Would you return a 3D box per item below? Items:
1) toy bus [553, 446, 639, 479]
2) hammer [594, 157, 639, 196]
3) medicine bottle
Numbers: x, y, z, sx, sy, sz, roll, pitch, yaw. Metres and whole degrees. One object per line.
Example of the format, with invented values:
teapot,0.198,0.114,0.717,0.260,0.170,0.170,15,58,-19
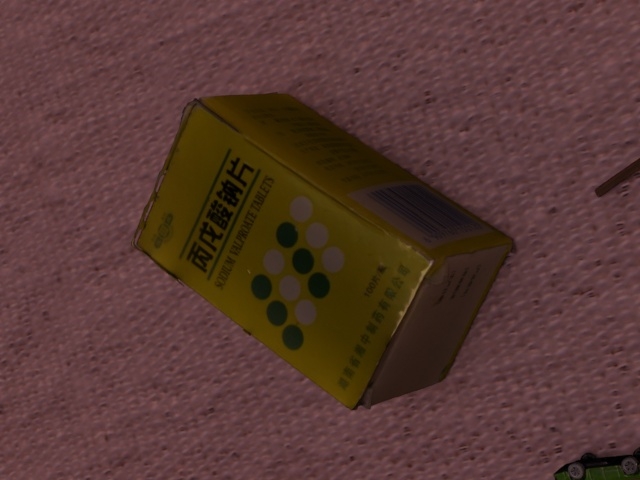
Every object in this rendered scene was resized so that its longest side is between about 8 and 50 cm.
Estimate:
toy bus,0.215,0.175,1.291,0.083,0.031,0.037,-11,95,32
hammer,0.240,-0.062,1.264,0.110,0.019,0.035,-37,75,31
medicine bottle,0.000,0.000,1.350,0.250,0.141,0.137,35,115,25
